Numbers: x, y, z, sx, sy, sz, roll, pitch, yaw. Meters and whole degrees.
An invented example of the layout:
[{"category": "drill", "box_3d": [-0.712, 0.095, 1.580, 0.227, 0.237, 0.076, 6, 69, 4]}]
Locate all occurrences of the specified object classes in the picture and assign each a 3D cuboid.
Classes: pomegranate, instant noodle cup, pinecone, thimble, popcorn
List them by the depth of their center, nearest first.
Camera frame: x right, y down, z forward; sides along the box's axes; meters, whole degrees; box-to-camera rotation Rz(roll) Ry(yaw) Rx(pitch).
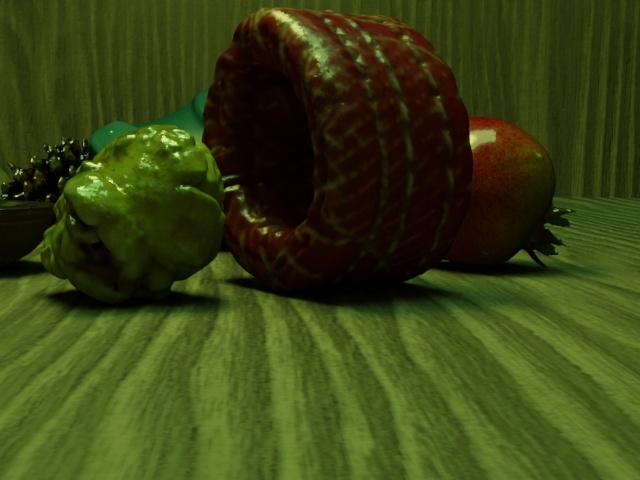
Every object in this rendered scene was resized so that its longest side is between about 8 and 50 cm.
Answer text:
[{"category": "popcorn", "box_3d": [-0.216, -0.031, 1.266, 0.226, 0.200, 0.203, 2, -1, 31]}, {"category": "thimble", "box_3d": [0.012, -0.106, 1.398, 0.230, 0.350, 0.350, -3, 7, -35]}, {"category": "instant noodle cup", "box_3d": [-0.480, -0.008, 1.528, 0.274, 0.091, 0.274, 1, 5, 0]}, {"category": "pomegranate", "box_3d": [0.244, -0.060, 1.635, 0.256, 0.221, 0.221, 36, 9, 4]}, {"category": "pinecone", "box_3d": [-0.465, -0.089, 2.041, 0.204, 0.179, 0.184, -15, -21, 12]}]

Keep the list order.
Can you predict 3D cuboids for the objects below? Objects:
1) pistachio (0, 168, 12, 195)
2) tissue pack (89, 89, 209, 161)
[{"category": "pistachio", "box_3d": [-0.758, -0.114, 2.373, 0.260, 0.163, 0.213, 13, 23, -16]}, {"category": "tissue pack", "box_3d": [-0.219, -0.106, 1.857, 0.287, 0.206, 0.198, -25, 38, -21]}]
